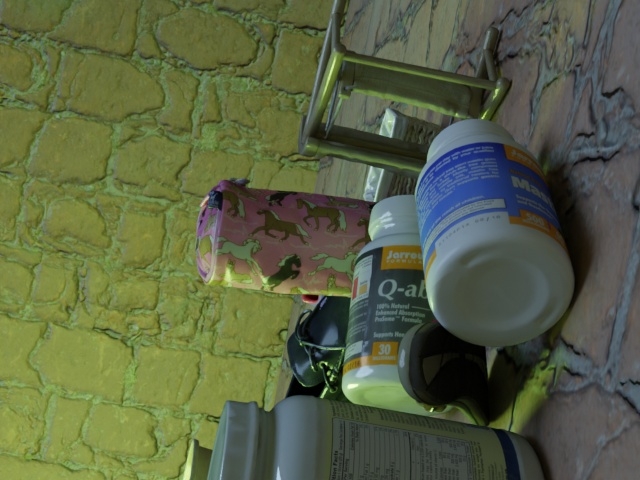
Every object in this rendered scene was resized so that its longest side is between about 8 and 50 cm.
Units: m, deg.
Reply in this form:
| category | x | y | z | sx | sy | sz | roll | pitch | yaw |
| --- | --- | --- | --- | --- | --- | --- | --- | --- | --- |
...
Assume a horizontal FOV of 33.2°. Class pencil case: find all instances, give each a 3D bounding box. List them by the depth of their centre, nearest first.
| category | x | y | z | sx | sy | sz | roll | pitch | yaw |
| --- | --- | --- | --- | --- | --- | --- | --- | --- | --- |
| pencil case | 0.000 | 0.000 | 1.695 | 0.160 | 0.386 | 0.167 | -113 | 32 | -63 |

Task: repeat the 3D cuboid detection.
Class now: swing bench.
| category | x | y | z | sx | sy | sz | roll | pitch | yaw |
| --- | --- | --- | --- | --- | --- | --- | --- | --- | --- |
| swing bench | 0.113 | -0.197 | 1.592 | 0.165 | 0.253 | 0.254 | -87 | 11 | -49 |

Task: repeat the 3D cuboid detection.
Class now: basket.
| category | x | y | z | sx | sy | sz | roll | pitch | yaw |
| --- | --- | --- | --- | --- | --- | --- | --- | --- | --- |
| basket | 0.146 | -0.129 | 1.820 | 0.113 | 0.103 | 0.167 | -110 | 32 | -75 |

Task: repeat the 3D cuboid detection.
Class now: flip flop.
| category | x | y | z | sx | sy | sz | roll | pitch | yaw |
| --- | --- | --- | --- | --- | --- | --- | --- | --- | --- |
| flip flop | 0.133 | 0.151 | 1.212 | 0.277 | 0.080 | 0.112 | 24 | -119 | -62 |

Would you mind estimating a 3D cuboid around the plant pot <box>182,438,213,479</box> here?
| category | x | y | z | sx | sy | sz | roll | pitch | yaw |
| --- | --- | --- | --- | --- | --- | --- | --- | --- | --- |
| plant pot | -0.130 | 0.579 | 2.110 | 0.334 | 0.306 | 0.333 | -170 | 90 | -83 |

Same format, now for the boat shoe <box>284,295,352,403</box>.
| category | x | y | z | sx | sy | sz | roll | pitch | yaw |
| --- | --- | --- | --- | --- | --- | --- | --- | --- | --- |
| boat shoe | 0.022 | 0.200 | 1.960 | 0.186 | 0.156 | 0.500 | -99 | 17 | -49 |

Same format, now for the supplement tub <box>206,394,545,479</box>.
| category | x | y | z | sx | sy | sz | roll | pitch | yaw |
| --- | --- | --- | --- | --- | --- | --- | --- | --- | --- |
| supplement tub | 0.045 | 0.289 | 1.109 | 0.235 | 0.325 | 0.235 | -169 | 90 | -83 |

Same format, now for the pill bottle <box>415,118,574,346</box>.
| category | x | y | z | sx | sy | sz | roll | pitch | yaw |
| --- | --- | --- | --- | --- | --- | --- | --- | --- | --- |
| pill bottle | 0.184 | -0.023 | 1.193 | 0.272 | 0.152 | 0.152 | -89 | 12 | -54 |

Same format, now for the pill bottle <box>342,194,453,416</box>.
| category | x | y | z | sx | sy | sz | roll | pitch | yaw |
| --- | --- | --- | --- | --- | --- | --- | --- | --- | --- |
| pill bottle | 0.121 | 0.089 | 1.473 | 0.162 | 0.162 | 0.278 | 116 | 163 | -64 |

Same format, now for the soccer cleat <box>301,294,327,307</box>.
| category | x | y | z | sx | sy | sz | roll | pitch | yaw |
| --- | --- | --- | --- | --- | --- | --- | --- | --- | --- |
| soccer cleat | 0.044 | 0.056 | 2.284 | 0.318 | 0.116 | 0.108 | 110 | 168 | -53 |
